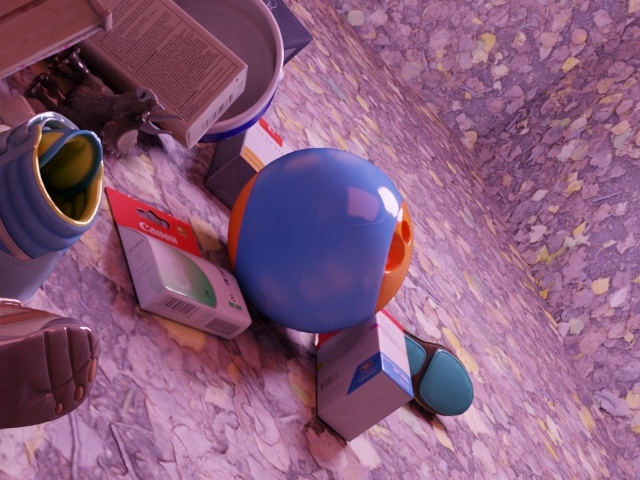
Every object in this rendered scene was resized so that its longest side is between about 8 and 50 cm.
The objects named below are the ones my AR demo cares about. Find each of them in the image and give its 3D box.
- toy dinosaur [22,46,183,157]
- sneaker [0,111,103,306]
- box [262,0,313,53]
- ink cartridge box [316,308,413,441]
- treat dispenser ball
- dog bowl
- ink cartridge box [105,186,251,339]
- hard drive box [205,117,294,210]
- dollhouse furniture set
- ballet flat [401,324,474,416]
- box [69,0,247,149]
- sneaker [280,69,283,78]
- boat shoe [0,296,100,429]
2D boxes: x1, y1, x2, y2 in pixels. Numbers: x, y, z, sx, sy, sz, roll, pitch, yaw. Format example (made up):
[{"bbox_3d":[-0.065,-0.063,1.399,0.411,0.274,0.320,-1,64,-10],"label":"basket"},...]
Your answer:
[{"bbox_3d":[-0.329,-0.191,1.276,0.160,0.121,0.313,47,-12,-23],"label":"toy dinosaur"},{"bbox_3d":[-0.333,-0.097,0.926,0.319,0.208,0.127,57,21,17],"label":"sneaker"},{"bbox_3d":[-0.221,-0.438,1.773,0.293,0.212,0.395,50,20,-4],"label":"box"},{"bbox_3d":[0.066,0.191,1.423,0.078,0.134,0.231,43,22,-22],"label":"ink cartridge box"},{"bbox_3d":[0.000,0.000,1.380,0.288,0.288,0.288,44,21,-22],"label":"treat dispenser ball"},{"bbox_3d":[-0.197,-0.300,1.489,0.265,0.265,0.104,53,-10,3],"label":"dog bowl"},{"bbox_3d":[-0.200,0.020,1.256,0.181,0.056,0.224,28,32,-49],"label":"ink cartridge box"},{"bbox_3d":[-0.108,-0.118,1.648,0.181,0.089,0.232,45,20,-21],"label":"hard drive box"},{"bbox_3d":[-0.378,-0.328,1.223,0.355,0.303,0.174,56,-18,5],"label":"dollhouse furniture set"},{"bbox_3d":[0.163,0.223,1.646,0.348,0.123,0.123,36,25,-42],"label":"ballet flat"},{"bbox_3d":[-0.275,-0.301,1.364,0.311,0.148,0.121,42,-10,1],"label":"box"},{"bbox_3d":[-0.157,-0.460,2.136,0.229,0.092,0.087,34,24,-43],"label":"sneaker"},{"bbox_3d":[-0.340,0.107,0.730,0.116,0.123,0.324,24,12,35],"label":"boat shoe"}]
